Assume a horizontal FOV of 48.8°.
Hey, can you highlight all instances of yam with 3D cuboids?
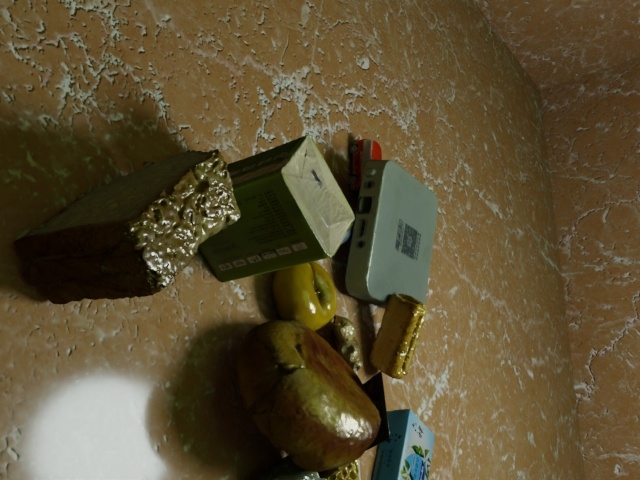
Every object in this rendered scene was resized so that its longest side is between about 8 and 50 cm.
[{"bbox_3d":[-0.074,0.495,1.382,0.194,0.107,0.107,-18,93,-56],"label":"yam"}]

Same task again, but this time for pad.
[{"bbox_3d":[0.098,0.379,1.524,0.003,0.211,0.143,5,61,-20],"label":"pad"}]

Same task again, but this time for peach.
[{"bbox_3d":[-0.036,0.121,1.581,0.179,0.103,0.179,42,36,-40],"label":"peach"}]

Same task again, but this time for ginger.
[{"bbox_3d":[0.064,0.242,1.654,0.214,0.058,0.133,96,-23,-75],"label":"ginger"}]

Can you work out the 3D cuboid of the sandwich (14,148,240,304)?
[{"bbox_3d":[-0.281,-0.032,1.133,0.325,0.262,0.131,-52,125,-50],"label":"sandwich"}]

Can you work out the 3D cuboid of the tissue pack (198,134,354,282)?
[{"bbox_3d":[-0.108,-0.056,1.385,0.200,0.274,0.167,59,36,-23],"label":"tissue pack"}]

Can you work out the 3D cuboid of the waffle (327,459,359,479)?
[{"bbox_3d":[0.039,0.474,1.603,0.149,0.051,0.194,32,52,-50],"label":"waffle"}]

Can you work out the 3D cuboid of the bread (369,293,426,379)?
[{"bbox_3d":[0.203,0.246,1.819,0.083,0.114,0.211,12,99,-39],"label":"bread"}]

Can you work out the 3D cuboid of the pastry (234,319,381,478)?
[{"bbox_3d":[-0.026,0.307,1.404,0.356,0.164,0.356,43,11,-10],"label":"pastry"}]

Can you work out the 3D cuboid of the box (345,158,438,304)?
[{"bbox_3d":[0.200,-0.001,1.926,0.373,0.090,0.368,26,70,-54],"label":"box"}]

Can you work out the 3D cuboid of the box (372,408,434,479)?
[{"bbox_3d":[0.212,0.568,1.797,0.143,0.083,0.232,50,42,-32],"label":"box"}]

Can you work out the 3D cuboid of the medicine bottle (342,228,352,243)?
[{"bbox_3d":[0.000,0.000,1.719,0.230,0.059,0.059,-21,96,-57],"label":"medicine bottle"}]

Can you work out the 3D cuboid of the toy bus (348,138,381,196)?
[{"bbox_3d":[0.129,-0.206,1.972,0.079,0.077,0.174,33,53,-47],"label":"toy bus"}]
